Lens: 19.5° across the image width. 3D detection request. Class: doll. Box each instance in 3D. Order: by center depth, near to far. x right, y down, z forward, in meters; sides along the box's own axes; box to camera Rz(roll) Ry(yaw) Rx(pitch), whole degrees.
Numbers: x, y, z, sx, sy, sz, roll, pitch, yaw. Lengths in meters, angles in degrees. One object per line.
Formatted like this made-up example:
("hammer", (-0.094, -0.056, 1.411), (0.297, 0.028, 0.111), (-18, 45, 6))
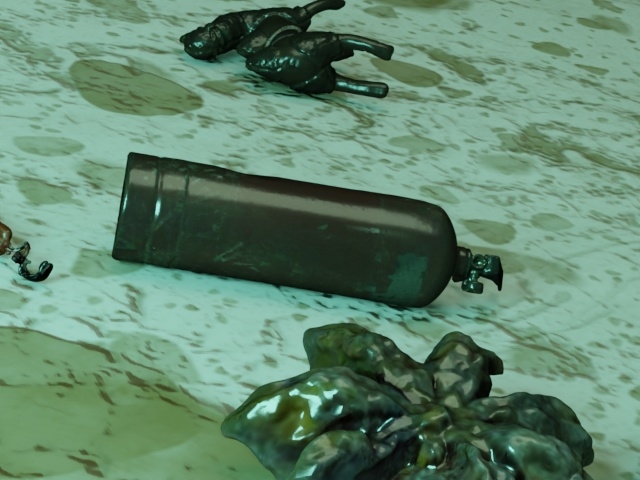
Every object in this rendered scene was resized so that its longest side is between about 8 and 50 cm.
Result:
("doll", (-0.034, -0.167, 1.603), (0.165, 0.057, 0.139), (-4, 29, -17))

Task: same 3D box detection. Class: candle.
("candle", (-0.220, -0.014, 1.176), (0.026, 0.021, 0.167), (20, 11, -46))

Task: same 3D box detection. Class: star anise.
("star anise", (0.064, 0.104, 0.989), (0.212, 0.073, 0.197), (20, 26, 9))

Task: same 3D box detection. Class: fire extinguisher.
("fire extinguisher", (0.000, 0.000, 1.212), (0.267, 0.072, 0.089), (9, -14, -9))
